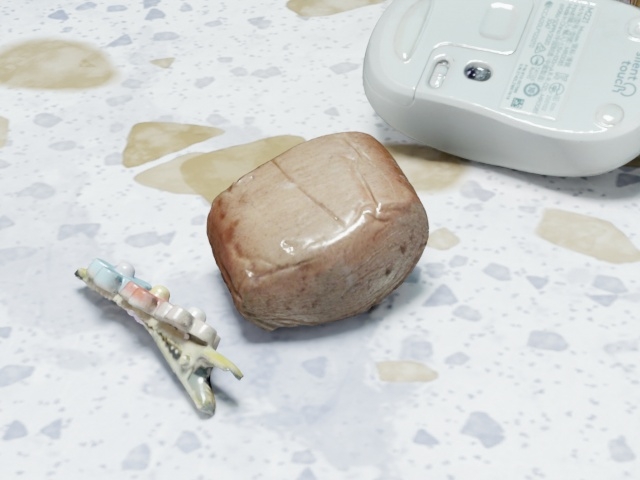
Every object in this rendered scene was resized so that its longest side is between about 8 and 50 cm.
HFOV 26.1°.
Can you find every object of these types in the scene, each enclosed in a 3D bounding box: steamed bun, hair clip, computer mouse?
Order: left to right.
[{"bbox_3d":[-0.128,0.059,1.090,0.056,0.062,0.214,-53,47,3],"label":"hair clip"},{"bbox_3d":[0.000,0.000,1.132,0.175,0.106,0.145,-25,44,-7],"label":"steamed bun"},{"bbox_3d":[0.186,-0.145,1.300,0.297,0.121,0.184,12,62,17],"label":"computer mouse"}]

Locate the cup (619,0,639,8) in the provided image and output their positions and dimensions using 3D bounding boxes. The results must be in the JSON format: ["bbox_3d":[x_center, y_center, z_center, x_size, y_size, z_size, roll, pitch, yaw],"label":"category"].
[{"bbox_3d":[0.451,-0.236,1.376,0.288,0.203,0.203,7,35,2],"label":"cup"}]
